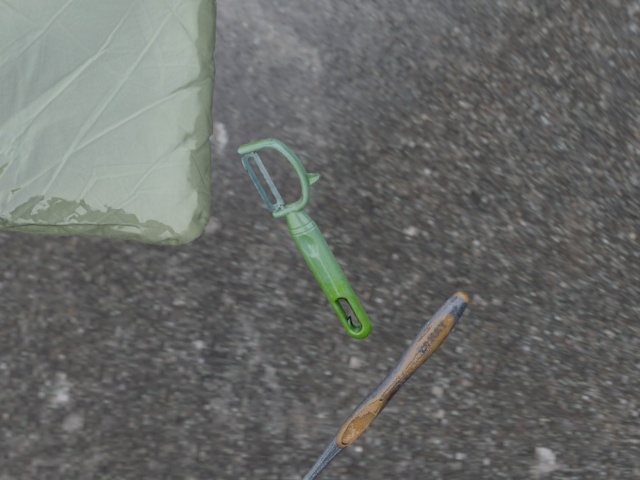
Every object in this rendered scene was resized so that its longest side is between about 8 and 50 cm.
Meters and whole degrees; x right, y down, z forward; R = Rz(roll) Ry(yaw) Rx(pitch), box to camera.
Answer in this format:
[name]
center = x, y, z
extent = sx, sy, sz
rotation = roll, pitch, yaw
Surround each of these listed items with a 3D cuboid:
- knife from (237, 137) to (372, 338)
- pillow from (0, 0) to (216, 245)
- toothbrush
[knife]
center = 0.000, 0.000, 1.251
extent = 0.054, 0.015, 0.212
rotation = -19, 118, 18
[pillow]
center = -0.195, -0.139, 0.876
extent = 0.274, 0.076, 0.281
rotation = 2, 79, -2
[toothbrush]
center = 0.039, 0.166, 1.375
extent = 0.023, 0.031, 0.321
rotation = 32, 111, -13
